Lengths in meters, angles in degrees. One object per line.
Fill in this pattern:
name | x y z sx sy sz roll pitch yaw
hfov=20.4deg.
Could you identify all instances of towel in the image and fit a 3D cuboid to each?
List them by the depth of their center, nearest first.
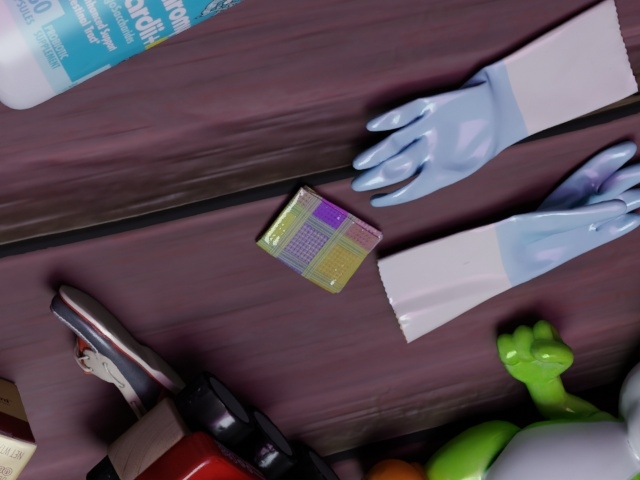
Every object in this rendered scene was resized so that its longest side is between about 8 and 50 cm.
towel | 0.000 0.000 1.298 0.083 0.009 0.060 31 105 -30

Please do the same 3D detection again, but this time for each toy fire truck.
toy fire truck | -0.017 0.227 1.259 0.158 0.246 0.217 -40 137 6

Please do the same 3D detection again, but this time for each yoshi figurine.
yoshi figurine | 0.225 0.163 1.364 0.362 0.203 0.203 -26 116 -7

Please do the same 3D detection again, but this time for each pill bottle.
pill bottle | -0.104 -0.197 1.072 0.264 0.146 0.146 -28 123 -3

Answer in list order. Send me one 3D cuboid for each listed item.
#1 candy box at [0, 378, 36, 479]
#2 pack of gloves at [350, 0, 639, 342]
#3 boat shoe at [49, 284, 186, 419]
candy box | -0.360 0.213 1.242 0.183 0.087 0.316 26 106 -30
pack of gloves | 0.144 -0.041 1.300 0.232 0.046 0.195 -27 124 -8
boat shoe | -0.150 0.083 1.271 0.043 0.049 0.137 -39 128 7
